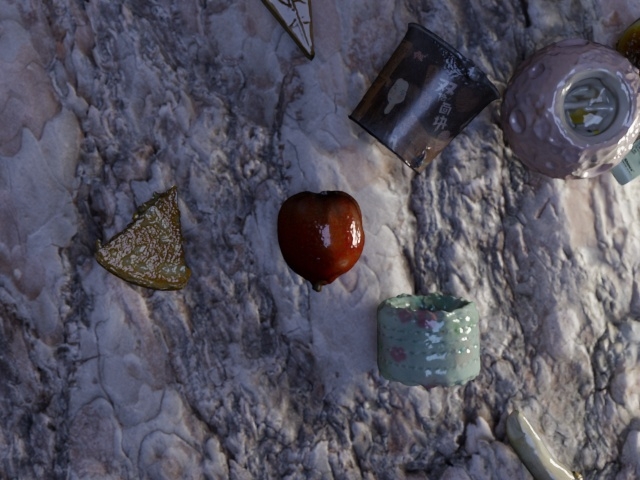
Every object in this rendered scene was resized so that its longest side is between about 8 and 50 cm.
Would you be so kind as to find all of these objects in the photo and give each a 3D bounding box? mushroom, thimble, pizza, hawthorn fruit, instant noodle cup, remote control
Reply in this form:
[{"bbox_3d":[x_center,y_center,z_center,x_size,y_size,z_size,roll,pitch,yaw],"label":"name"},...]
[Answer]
[{"bbox_3d":[0.439,0.432,1.699,0.071,0.084,0.209,-41,95,-22],"label":"mushroom"},{"bbox_3d":[0.210,0.183,1.607,0.211,0.185,0.149,-6,99,-40],"label":"thimble"},{"bbox_3d":[-0.312,-0.010,1.595,0.188,0.062,0.199,25,86,-20],"label":"pizza"},{"bbox_3d":[0.000,0.000,1.579,0.169,0.169,0.188,3,99,-6],"label":"hawthorn fruit"},{"bbox_3d":[0.180,-0.250,1.551,0.217,0.217,0.207,39,97,-8],"label":"instant noodle cup"},{"bbox_3d":[0.642,-0.177,1.686,0.162,0.029,0.061,-35,99,-6],"label":"remote control"}]

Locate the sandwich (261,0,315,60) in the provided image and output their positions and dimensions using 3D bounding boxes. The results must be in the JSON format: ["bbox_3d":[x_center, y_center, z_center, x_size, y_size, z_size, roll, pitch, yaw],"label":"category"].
[{"bbox_3d":[-0.073,-0.411,1.571,0.113,0.079,0.163,-5,97,-3],"label":"sandwich"}]

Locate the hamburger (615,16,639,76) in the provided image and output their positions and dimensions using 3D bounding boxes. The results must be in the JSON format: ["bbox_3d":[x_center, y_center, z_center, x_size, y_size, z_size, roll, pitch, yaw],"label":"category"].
[{"bbox_3d":[0.630,-0.364,1.623,0.126,0.141,0.081,48,61,-10],"label":"hamburger"}]

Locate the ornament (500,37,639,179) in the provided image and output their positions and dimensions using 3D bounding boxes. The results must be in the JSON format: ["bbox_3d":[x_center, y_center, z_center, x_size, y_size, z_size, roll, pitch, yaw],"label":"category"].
[{"bbox_3d":[0.456,-0.236,1.563,0.259,0.225,0.259,0,95,-5],"label":"ornament"}]
